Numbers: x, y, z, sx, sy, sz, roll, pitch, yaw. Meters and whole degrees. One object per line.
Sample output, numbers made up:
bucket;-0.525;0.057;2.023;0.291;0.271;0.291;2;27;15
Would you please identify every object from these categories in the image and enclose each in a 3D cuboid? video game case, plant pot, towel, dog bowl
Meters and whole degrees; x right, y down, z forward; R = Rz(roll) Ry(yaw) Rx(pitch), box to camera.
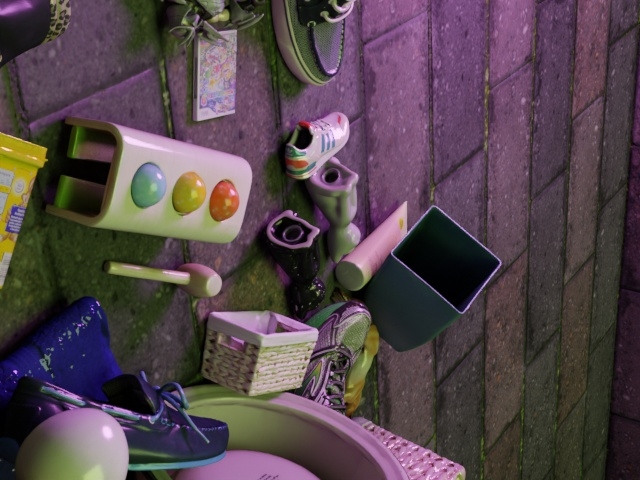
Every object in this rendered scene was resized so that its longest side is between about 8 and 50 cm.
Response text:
video game case;-0.150;-0.236;1.561;0.087;0.011;0.122;-23;122;-54
plant pot;0.182;0.091;2.035;0.166;0.165;0.234;-46;174;-40
towel;-0.363;0.236;1.357;0.308;0.076;0.227;-43;129;-42
dog bowl;-0.081;0.372;1.572;0.408;0.408;0.150;-14;126;-56

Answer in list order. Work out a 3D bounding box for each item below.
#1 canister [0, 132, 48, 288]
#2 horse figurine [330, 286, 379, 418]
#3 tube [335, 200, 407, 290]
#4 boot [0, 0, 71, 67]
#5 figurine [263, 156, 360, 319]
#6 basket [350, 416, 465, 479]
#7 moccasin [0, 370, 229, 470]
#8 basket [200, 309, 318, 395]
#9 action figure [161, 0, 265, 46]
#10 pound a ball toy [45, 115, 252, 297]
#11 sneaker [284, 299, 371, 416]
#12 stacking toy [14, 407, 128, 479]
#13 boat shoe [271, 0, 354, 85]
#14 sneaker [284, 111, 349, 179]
canister;-0.381;-0.038;1.207;0.126;0.073;0.170;19;87;-59
horse figurine;0.049;0.219;2.022;0.174;0.066;0.263;2;103;-53
tube;0.110;0.013;2.047;0.070;0.062;0.240;-44;178;39
boot;-0.353;-0.279;1.144;0.178;0.085;0.236;-45;144;-44
figurine;0.000;0.000;1.846;0.215;0.092;0.209;-56;152;-31
basket;0.079;0.555;2.011;0.328;0.266;0.331;-26;123;-51
moccasin;-0.231;0.221;1.358;0.342;0.138;0.116;14;79;-55
basket;-0.098;0.174;1.720;0.167;0.113;0.103;4;103;-59
action figure;-0.129;-0.380;1.457;0.285;0.099;0.185;-65;153;-12
pound a ball toy;-0.203;-0.029;1.440;0.319;0.136;0.208;11;93;-59
sneaker;0.005;0.262;1.846;0.134;0.146;0.343;36;74;-40
stacking toy;-0.350;0.387;1.130;0.480;0.351;0.350;-57;145;-21
boat shoe;0.017;-0.373;1.633;0.127;0.158;0.340;-51;141;-36
sneaker;-0.005;-0.171;1.779;0.161;0.057;0.075;-49;146;-33
